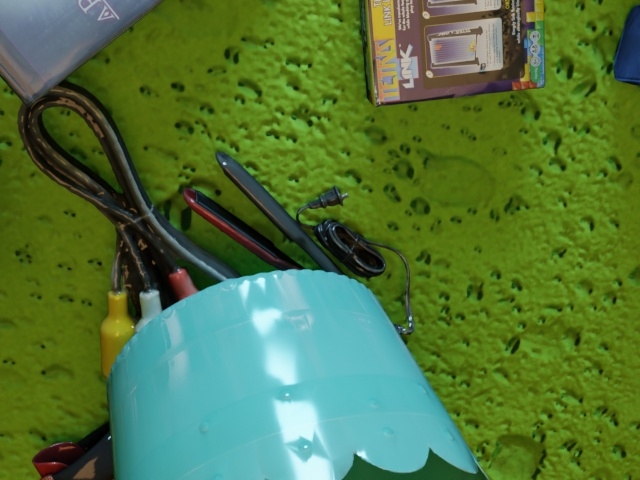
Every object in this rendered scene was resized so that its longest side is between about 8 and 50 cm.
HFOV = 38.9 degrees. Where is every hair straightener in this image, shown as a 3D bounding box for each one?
[{"bbox_3d":[0.000,0.000,0.762,0.230,0.047,0.089,39,99,-12],"label":"hair straightener"}]

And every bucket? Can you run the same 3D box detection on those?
[{"bbox_3d":[-0.029,0.167,0.697,0.281,0.183,0.281,-14,141,-11],"label":"bucket"}]

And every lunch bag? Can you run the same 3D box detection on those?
[{"bbox_3d":[0.289,-0.150,0.721,0.065,0.098,0.067,11,102,-13],"label":"lunch bag"}]

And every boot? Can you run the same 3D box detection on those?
[{"bbox_3d":[-0.220,0.281,0.816,0.176,0.088,0.244,41,92,-17],"label":"boot"}]

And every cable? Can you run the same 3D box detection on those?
[{"bbox_3d":[-0.139,0.008,0.722,0.139,0.072,0.287,-13,120,4],"label":"cable"}]

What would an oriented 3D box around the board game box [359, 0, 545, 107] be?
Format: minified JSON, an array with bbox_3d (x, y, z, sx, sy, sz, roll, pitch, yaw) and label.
[{"bbox_3d":[0.101,-0.198,0.710,0.141,0.048,0.170,-6,110,-3],"label":"board game box"}]

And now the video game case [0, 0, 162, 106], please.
[{"bbox_3d":[-0.162,-0.255,0.630,0.274,0.026,0.196,-42,109,-11],"label":"video game case"}]
